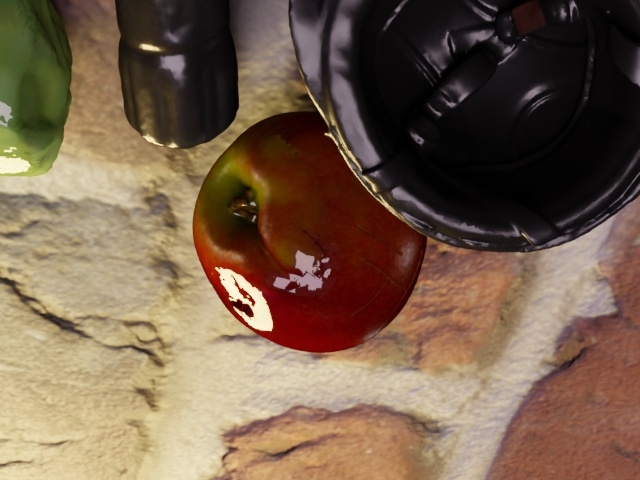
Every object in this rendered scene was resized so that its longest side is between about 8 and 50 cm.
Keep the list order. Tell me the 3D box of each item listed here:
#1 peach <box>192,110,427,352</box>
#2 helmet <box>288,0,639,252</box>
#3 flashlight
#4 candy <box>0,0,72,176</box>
[{"bbox_3d":[0.000,0.000,0.845,0.197,0.197,0.197,-1,128,-1],"label":"peach"},{"bbox_3d":[0.107,-0.130,0.749,0.279,0.160,0.230,39,101,-10],"label":"helmet"},{"bbox_3d":[-0.104,-0.247,0.703,0.103,0.103,0.424,-1,130,0],"label":"flashlight"},{"bbox_3d":[-0.351,-0.115,0.769,0.343,0.132,0.142,-2,144,0],"label":"candy"}]
